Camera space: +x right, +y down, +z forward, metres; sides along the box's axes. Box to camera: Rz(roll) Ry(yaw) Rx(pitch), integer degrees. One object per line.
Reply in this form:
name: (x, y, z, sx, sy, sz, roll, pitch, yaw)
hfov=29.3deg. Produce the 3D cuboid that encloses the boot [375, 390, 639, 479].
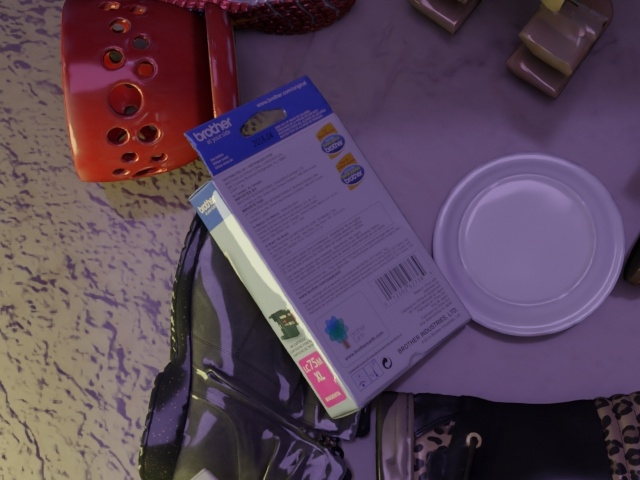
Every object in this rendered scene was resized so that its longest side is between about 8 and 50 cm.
boot: (0.203, 0.324, 1.191, 0.284, 0.138, 0.377, -6, 74, 2)

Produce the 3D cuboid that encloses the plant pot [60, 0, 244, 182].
plant pot: (-0.172, -0.162, 1.269, 0.174, 0.191, 0.191, -6, 80, -5)

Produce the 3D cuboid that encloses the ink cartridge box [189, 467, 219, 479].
ink cartridge box: (-0.052, 0.335, 1.137, 0.092, 0.158, 0.218, -43, 47, -18)

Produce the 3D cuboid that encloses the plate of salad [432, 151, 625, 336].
plate of salad: (0.218, 0.004, 1.287, 0.199, 0.048, 0.200, -3, 75, 12)

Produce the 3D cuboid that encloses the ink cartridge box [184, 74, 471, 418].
ink cartridge box: (0.000, 0.000, 1.228, 0.186, 0.065, 0.311, -32, 90, -38)

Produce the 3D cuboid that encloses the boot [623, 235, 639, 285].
boot: (0.436, -0.053, 1.262, 0.115, 0.112, 0.305, 42, 82, -2)

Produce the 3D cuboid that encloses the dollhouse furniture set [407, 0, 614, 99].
dollhouse furniture set: (0.328, -0.306, 1.179, 0.394, 0.362, 0.256, 36, 72, 7)

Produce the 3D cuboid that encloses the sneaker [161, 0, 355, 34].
sneaker: (-0.070, -0.281, 1.333, 0.225, 0.088, 0.093, 2, 77, 2)

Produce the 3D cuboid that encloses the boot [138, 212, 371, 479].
boot: (-0.050, 0.107, 1.265, 0.222, 0.118, 0.338, 11, 86, -3)
